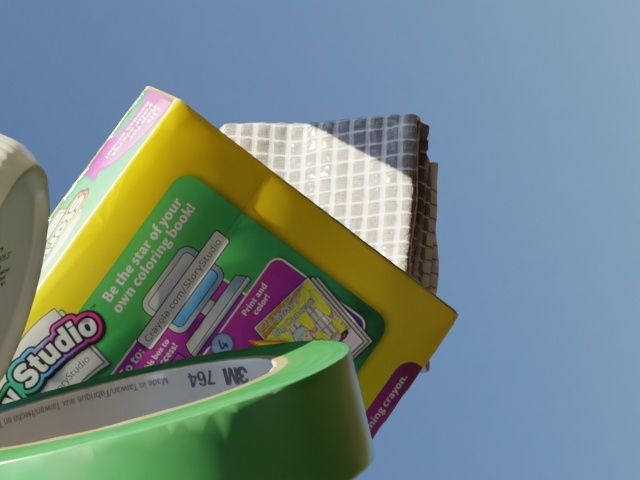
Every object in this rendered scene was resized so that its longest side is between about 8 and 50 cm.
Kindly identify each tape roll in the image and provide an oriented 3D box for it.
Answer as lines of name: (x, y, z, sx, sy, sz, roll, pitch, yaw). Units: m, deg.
tape roll: (-0.129, 0.139, 1.159, 0.321, 0.321, 0.077, -23, -79, -68)

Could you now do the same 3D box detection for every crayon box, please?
crayon box: (-0.118, 0.112, 1.484, 0.313, 0.363, 0.106, 37, 177, -21)

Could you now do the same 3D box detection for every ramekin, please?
ramekin: (-0.253, 0.016, 1.165, 0.207, 0.109, 0.207, 14, -90, -85)

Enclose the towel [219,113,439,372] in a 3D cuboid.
towel: (0.000, 0.000, 1.874, 0.121, 0.235, 0.283, 49, -141, -59)
